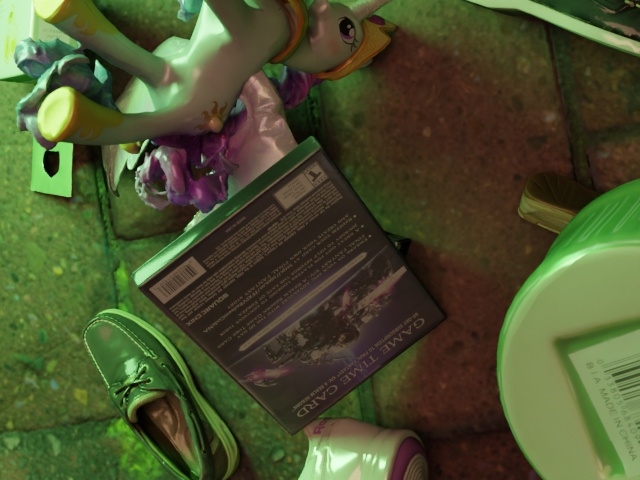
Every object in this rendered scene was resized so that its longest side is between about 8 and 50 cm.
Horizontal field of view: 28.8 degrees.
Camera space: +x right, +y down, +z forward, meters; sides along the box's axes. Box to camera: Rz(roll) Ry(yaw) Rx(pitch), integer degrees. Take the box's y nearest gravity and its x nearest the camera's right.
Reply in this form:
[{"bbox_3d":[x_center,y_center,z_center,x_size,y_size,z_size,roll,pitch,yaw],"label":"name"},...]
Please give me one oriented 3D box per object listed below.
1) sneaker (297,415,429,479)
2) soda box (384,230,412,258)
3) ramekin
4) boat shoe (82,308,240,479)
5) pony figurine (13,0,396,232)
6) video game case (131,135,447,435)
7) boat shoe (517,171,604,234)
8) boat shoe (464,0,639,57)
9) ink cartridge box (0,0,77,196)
[{"bbox_3d":[0.012,0.320,1.230,0.152,0.114,0.305,14,91,30],"label":"sneaker"},{"bbox_3d":[0.000,0.000,1.239,0.168,0.053,0.060,20,97,16],"label":"soda box"},{"bbox_3d":[0.298,0.106,1.051,0.303,0.148,0.303,11,112,29],"label":"ramekin"},{"bbox_3d":[-0.172,0.162,1.284,0.080,0.073,0.223,-43,80,13],"label":"boat shoe"},{"bbox_3d":[-0.103,-0.133,1.118,0.351,0.363,0.303,-51,62,15],"label":"pony figurine"},{"bbox_3d":[-0.018,0.052,1.135,0.196,0.274,0.026,-37,44,2],"label":"video game case"},{"bbox_3d":[0.259,-0.012,1.167,0.153,0.048,0.056,23,53,11],"label":"boat shoe"},{"bbox_3d":[0.242,-0.230,1.129,0.302,0.114,0.091,21,103,15],"label":"boat shoe"},{"bbox_3d":[-0.293,-0.167,1.272,0.056,0.171,0.235,5,92,-26],"label":"ink cartridge box"}]
